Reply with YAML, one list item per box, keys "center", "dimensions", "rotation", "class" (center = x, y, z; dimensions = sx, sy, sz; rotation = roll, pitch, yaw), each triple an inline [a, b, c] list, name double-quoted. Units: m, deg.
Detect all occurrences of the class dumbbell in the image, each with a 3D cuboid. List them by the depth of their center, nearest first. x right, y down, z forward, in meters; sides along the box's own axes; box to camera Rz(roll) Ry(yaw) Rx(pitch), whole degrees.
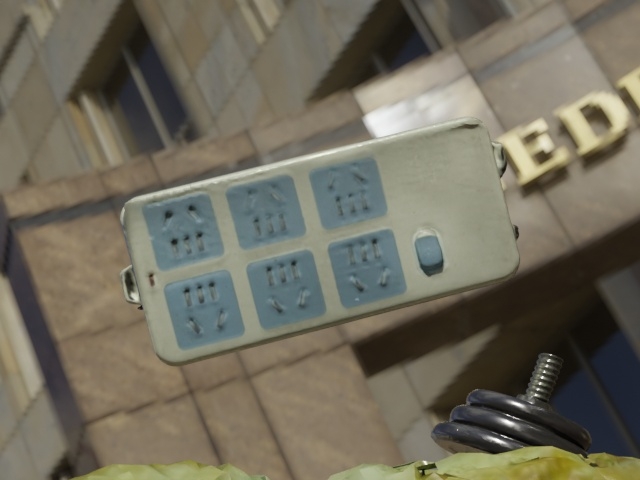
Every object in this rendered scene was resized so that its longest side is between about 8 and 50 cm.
- center: [0.096, 0.162, 0.922]
  dimensions: [0.208, 0.099, 0.099]
  rotation: [-67, -29, -12]
  class: "dumbbell"

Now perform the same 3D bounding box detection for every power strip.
- center: [0.000, 0.000, 0.760]
  dimensions: [0.192, 0.081, 0.035]
  rotation: [-14, 3, -3]
  class: "power strip"

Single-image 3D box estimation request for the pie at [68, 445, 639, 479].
- center: [0.037, 0.243, 0.296]
  dimensions: [0.395, 0.418, 0.180]
  rotation: [-4, -35, -27]
  class: "pie"
